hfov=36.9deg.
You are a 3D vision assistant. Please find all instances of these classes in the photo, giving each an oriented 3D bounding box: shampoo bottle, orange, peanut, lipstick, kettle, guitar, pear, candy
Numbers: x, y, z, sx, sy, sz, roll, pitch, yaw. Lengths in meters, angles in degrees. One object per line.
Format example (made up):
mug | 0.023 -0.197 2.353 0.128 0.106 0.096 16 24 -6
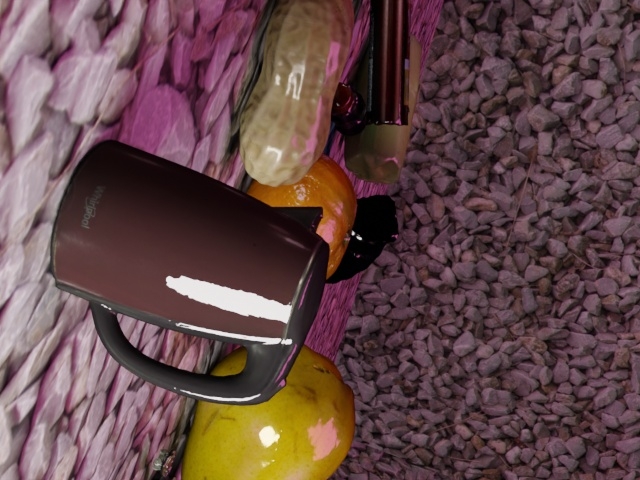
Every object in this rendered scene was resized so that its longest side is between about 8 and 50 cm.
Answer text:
shampoo bottle | 0.132 -0.380 1.816 0.129 0.084 0.323 -36 128 -81
orange | -0.036 -0.025 1.502 0.240 0.171 0.240 20 90 -84
peanut | -0.030 -0.219 1.281 0.136 0.120 0.298 -124 -131 -70
lipstick | 0.047 -0.255 1.842 0.300 0.081 0.081 20 90 -84
kettle | -0.115 0.033 0.864 0.144 0.232 0.202 74 36 -75
guitar | -0.249 0.382 1.498 0.271 0.038 0.084 103 9 -56
pear | -0.094 0.331 1.651 0.336 0.285 0.285 -59 175 13
candy | 0.143 -0.288 2.068 0.132 0.142 0.343 143 -40 -65

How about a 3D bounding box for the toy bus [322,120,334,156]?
toy bus | -0.027 -0.134 1.640 0.160 0.079 0.092 100 13 -46

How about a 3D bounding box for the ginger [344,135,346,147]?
ginger | 0.107 -0.291 2.187 0.205 0.081 0.115 -64 156 3

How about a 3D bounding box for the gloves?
gloves | 0.004 0.006 1.743 0.301 0.197 0.152 -5 -87 56
